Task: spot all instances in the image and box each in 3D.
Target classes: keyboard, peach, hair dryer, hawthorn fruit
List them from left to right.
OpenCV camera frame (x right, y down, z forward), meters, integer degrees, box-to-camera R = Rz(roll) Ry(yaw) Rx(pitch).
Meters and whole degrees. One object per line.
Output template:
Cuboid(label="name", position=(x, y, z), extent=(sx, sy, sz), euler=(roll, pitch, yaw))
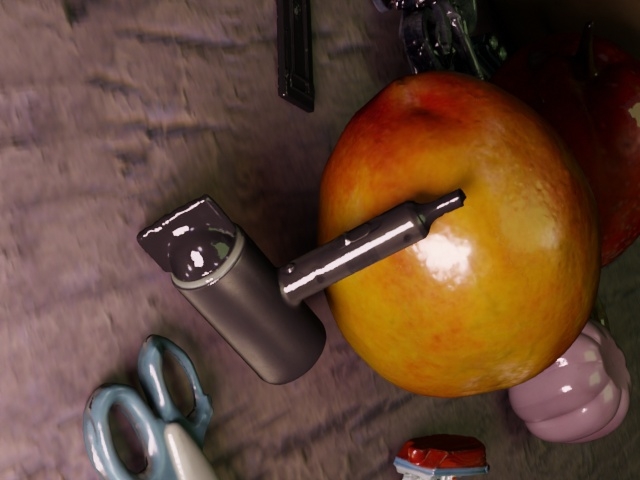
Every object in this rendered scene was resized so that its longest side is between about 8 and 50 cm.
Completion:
Cuboid(label="keyboard", position=(-0.028, -0.239, 1.237), extent=(0.061, 0.013, 0.204), euler=(22, 62, -57))
Cuboid(label="hair dryer", position=(0.000, 0.000, 0.983), extent=(0.195, 0.248, 0.078), euler=(53, 14, -39))
Cuboid(label="peach", position=(0.129, -0.009, 1.154), extent=(0.308, 0.307, 0.332), euler=(-61, 141, -49))
Cuboid(label="hawthorn fruit", position=(0.310, -0.129, 1.472), extent=(0.369, 0.284, 0.285), euler=(94, 9, -51))

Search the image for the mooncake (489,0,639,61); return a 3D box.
Cuboid(label="mooncake", position=(0.481, -0.409, 1.745), extent=(0.262, 0.467, 0.467), euler=(58, 36, -32))

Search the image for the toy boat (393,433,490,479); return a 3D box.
Cuboid(label="toy boat", position=(0.141, 0.255, 1.318), extent=(0.173, 0.069, 0.059), euler=(7, 95, -58))

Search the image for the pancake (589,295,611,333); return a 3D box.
Cuboid(label="pancake", position=(0.430, 0.161, 1.879), extent=(0.236, 0.042, 0.222), euler=(53, 35, -41))

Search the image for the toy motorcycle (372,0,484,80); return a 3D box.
Cuboid(label="toy motorcycle", position=(0.148, -0.306, 1.469), extent=(0.173, 0.108, 0.307), euler=(38, 43, -48))

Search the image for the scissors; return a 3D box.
Cuboid(label="scissors", position=(-0.095, 0.218, 0.941), extent=(0.289, 0.041, 0.138), euler=(64, 34, -18))

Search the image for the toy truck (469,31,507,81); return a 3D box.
Cuboid(label="toy truck", position=(0.226, -0.224, 1.616), extent=(0.201, 0.074, 0.088), euler=(34, 57, -51))

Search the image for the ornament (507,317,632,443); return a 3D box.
Cuboid(label="ornament", position=(0.332, 0.192, 1.596), extent=(0.177, 0.177, 0.177), euler=(27, 57, -54))
